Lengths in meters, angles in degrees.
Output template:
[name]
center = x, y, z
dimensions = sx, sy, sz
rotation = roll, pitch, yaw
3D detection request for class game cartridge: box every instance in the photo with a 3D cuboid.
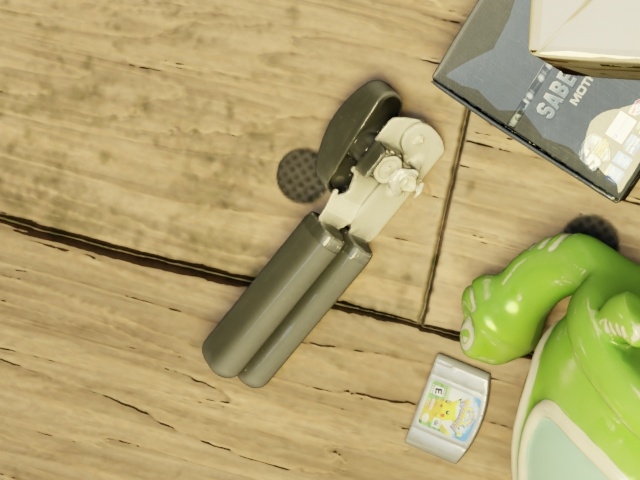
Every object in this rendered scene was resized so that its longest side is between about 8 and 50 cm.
[game cartridge]
center = 0.110, 0.142, 1.489
dimensions = 0.056, 0.017, 0.083
rotation = 21, 100, 10

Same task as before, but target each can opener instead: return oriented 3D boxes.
[can opener]
center = 0.000, 0.000, 1.491
dimensions = 0.280, 0.074, 0.093
rotation = -54, 45, 11

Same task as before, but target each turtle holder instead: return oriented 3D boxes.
[turtle holder]
center = 0.237, 0.142, 1.340
dimensions = 0.320, 0.243, 0.227
rotation = 33, 119, 2

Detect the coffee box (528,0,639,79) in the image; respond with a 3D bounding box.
[coffee box]
center = 0.218, -0.198, 1.224
dimensions = 0.119, 0.297, 0.168
rotation = 4, 93, 12

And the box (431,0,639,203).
[box]
center = 0.225, -0.174, 1.409
dimensions = 0.183, 0.059, 0.232
rotation = 35, 102, 12
